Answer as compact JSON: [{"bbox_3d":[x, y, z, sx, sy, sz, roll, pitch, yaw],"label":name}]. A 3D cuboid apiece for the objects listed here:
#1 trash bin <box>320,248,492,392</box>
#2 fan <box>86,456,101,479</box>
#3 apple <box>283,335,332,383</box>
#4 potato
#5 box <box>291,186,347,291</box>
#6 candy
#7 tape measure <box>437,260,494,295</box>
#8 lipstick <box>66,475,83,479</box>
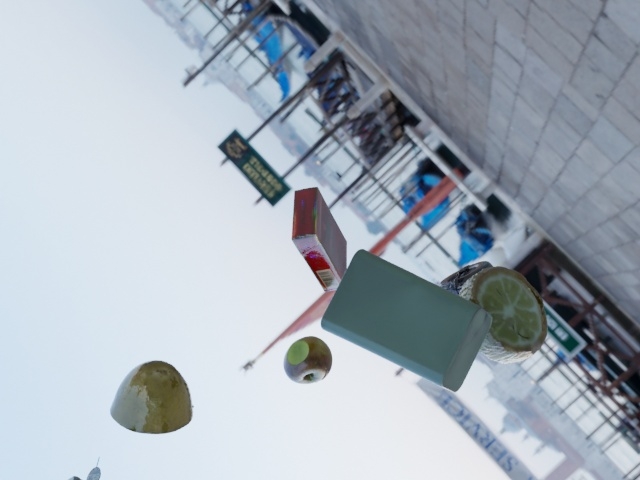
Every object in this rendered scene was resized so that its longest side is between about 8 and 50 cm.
[{"bbox_3d":[0.208,0.191,1.674,0.343,0.223,0.158,23,174,33],"label":"trash bin"},{"bbox_3d":[-0.660,0.677,2.035,0.003,0.060,0.080,42,-166,-39],"label":"fan"},{"bbox_3d":[-0.040,0.403,2.370,0.146,0.163,0.147,44,-154,-44],"label":"apple"},{"bbox_3d":[-0.409,0.372,1.742,0.203,0.158,0.178,18,-158,5],"label":"potato"},{"bbox_3d":[0.000,0.000,2.272,0.313,0.089,0.197,61,-154,-49],"label":"box"},{"bbox_3d":[0.479,0.193,1.837,0.260,0.118,0.260,16,-123,-26],"label":"candy"},{"bbox_3d":[0.487,0.158,2.288,0.202,0.223,0.135,-30,91,50],"label":"tape measure"},{"bbox_3d":[-0.668,0.657,1.613,0.066,0.317,0.068,50,-169,-32],"label":"lipstick"}]
